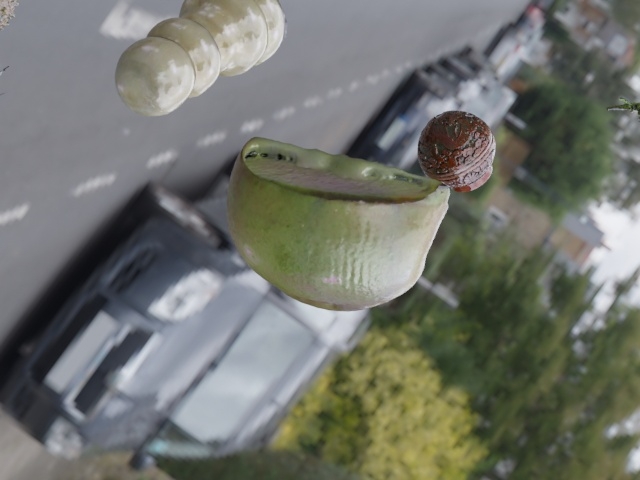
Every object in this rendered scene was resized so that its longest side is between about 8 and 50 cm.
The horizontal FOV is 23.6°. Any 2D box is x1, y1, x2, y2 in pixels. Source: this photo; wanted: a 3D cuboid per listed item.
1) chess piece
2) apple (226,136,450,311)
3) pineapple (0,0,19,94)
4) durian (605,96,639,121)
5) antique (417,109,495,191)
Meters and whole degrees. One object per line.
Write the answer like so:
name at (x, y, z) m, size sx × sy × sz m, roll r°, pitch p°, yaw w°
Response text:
chess piece at (-0.170, -0.251, 2.011) m, size 0.261 × 0.142 × 0.143 m, roll -42°, pitch 168°, yaw -47°
apple at (0.000, 0.000, 1.766) m, size 0.120 × 0.265 × 0.193 m, roll -41°, pitch 143°, yaw -60°
pineapple at (-0.401, -0.228, 1.738) m, size 0.125 × 0.125 × 0.251 m, roll -47°, pitch 156°, yaw -67°
durian at (0.453, -0.136, 1.827) m, size 0.086 × 0.215 × 0.100 m, roll 98°, pitch -11°, yaw -58°
antique at (0.168, -0.115, 1.898) m, size 0.104 × 0.104 × 0.104 m, roll -55°, pitch 177°, yaw -5°
